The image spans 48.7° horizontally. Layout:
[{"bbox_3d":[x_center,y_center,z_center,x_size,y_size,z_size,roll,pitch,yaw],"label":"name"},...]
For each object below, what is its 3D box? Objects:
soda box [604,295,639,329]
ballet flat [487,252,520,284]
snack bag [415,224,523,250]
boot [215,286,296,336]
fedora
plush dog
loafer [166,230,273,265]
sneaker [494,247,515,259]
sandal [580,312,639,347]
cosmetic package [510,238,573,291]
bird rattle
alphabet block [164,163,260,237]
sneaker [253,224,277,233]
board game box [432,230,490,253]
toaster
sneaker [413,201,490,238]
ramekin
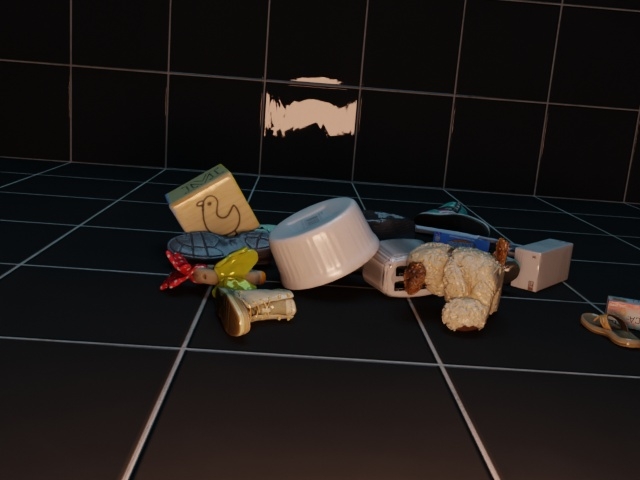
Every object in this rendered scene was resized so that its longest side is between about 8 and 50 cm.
[{"bbox_3d":[0.781,0.182,1.694,0.183,0.063,0.058,10,13,18],"label":"soda box"},{"bbox_3d":[0.410,0.085,1.961,0.096,0.095,0.280,-21,16,-41],"label":"ballet flat"},{"bbox_3d":[0.478,0.001,2.261,0.342,0.037,0.323,10,2,-43],"label":"snack bag"},{"bbox_3d":[-0.129,0.147,1.505,0.165,0.077,0.213,2,10,-19],"label":"boot"},{"bbox_3d":[0.169,-0.004,2.104,0.334,0.153,0.334,4,13,-1],"label":"fedora"},{"bbox_3d":[0.308,0.072,1.653,0.225,0.211,0.262,16,17,21],"label":"plush dog"},{"bbox_3d":[-0.270,0.040,1.956,0.302,0.095,0.109,-3,44,-14],"label":"loafer"},{"bbox_3d":[0.544,0.076,2.075,0.083,0.098,0.223,37,6,37],"label":"sneaker"},{"bbox_3d":[0.671,0.196,1.623,0.072,0.049,0.180,1,13,-14],"label":"sandal"},{"bbox_3d":[0.639,0.068,2.036,0.085,0.117,0.231,15,15,40],"label":"cosmetic package"},{"bbox_3d":[-0.249,0.092,1.710,0.253,0.143,0.207,-3,-4,30],"label":"bird rattle"},{"bbox_3d":[-0.318,-0.088,2.066,0.197,0.192,0.193,-31,22,-7],"label":"alphabet block"},{"bbox_3d":[-0.143,0.001,2.097,0.151,0.094,0.256,3,2,-34],"label":"sneaker"},{"bbox_3d":[0.416,0.026,2.113,0.160,0.047,0.210,11,-7,11],"label":"board game box"},{"bbox_3d":[0.210,0.072,1.837,0.227,0.129,0.146,-1,16,-21],"label":"toaster"},{"bbox_3d":[0.510,-0.063,2.580,0.295,0.124,0.178,13,25,38],"label":"sneaker"},{"bbox_3d":[0.000,0.000,1.815,0.277,0.135,0.277,-23,17,7],"label":"ramekin"}]
